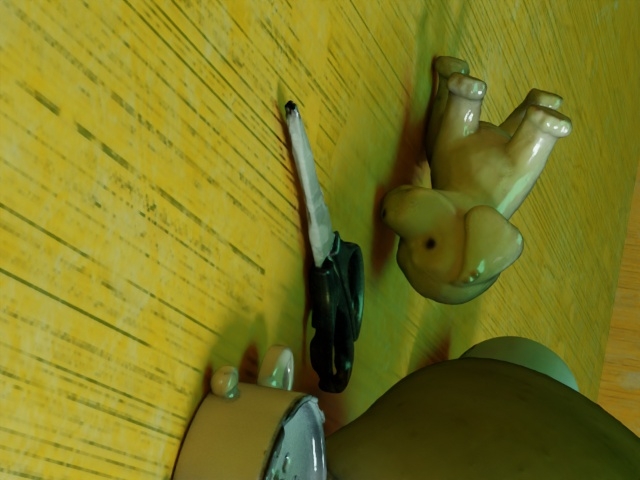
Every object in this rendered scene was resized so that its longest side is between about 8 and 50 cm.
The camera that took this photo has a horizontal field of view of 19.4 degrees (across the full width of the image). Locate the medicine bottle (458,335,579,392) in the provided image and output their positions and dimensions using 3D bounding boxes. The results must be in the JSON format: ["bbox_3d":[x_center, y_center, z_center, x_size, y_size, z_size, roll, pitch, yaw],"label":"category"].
[{"bbox_3d":[0.161,0.176,1.747,0.225,0.139,0.139,-31,129,-72],"label":"medicine bottle"}]

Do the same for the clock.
[{"bbox_3d":[-0.041,0.161,1.127,0.156,0.063,0.229,81,22,-51],"label":"clock"}]

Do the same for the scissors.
[{"bbox_3d":[0.000,0.000,1.269,0.300,0.022,0.109,75,24,-55],"label":"scissors"}]

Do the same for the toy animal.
[{"bbox_3d":[0.121,-0.057,1.523,0.233,0.121,0.169,-72,-178,-65],"label":"toy animal"}]

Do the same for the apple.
[{"bbox_3d":[0.147,0.260,1.306,0.320,0.360,0.312,-34,164,-52],"label":"apple"}]
